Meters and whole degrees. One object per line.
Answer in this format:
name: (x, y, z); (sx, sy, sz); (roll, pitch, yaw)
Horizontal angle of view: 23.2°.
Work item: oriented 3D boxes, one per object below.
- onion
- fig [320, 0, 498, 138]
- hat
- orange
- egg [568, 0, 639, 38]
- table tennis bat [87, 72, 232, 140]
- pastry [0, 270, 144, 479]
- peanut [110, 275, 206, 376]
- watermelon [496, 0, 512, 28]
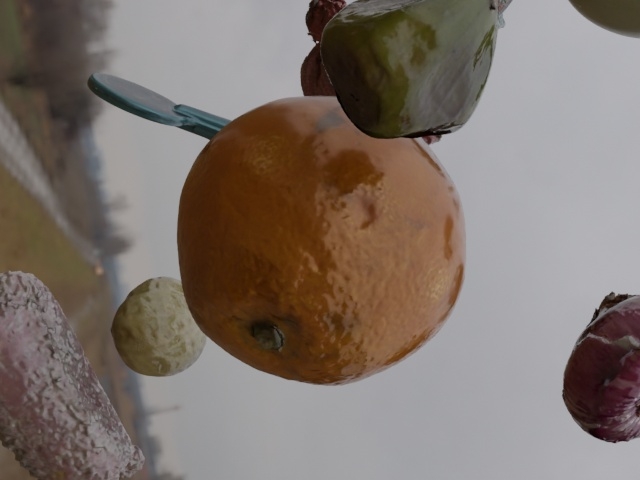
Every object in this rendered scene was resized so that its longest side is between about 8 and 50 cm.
onion: (0.394, 0.140, 1.958); (0.163, 0.230, 0.230); (54, -20, 29)
fig: (0.084, -0.167, 1.387); (0.154, 0.165, 0.144); (39, 10, -6)
hat: (0.057, -0.250, 2.412); (0.107, 0.237, 0.286); (-35, 104, -53)
orange: (0.000, 0.000, 1.612); (0.312, 0.312, 0.312); (169, -90, -82)
egg: (0.447, -0.378, 2.088); (0.219, 0.269, 0.219); (-40, 136, -54)
table tennis bat: (-0.190, -0.159, 1.903); (0.033, 0.201, 0.124); (-66, -161, 14)
pastry: (-0.243, 0.151, 1.399); (0.112, 0.103, 0.265); (-93, 158, -50)
peanut: (-0.224, 0.121, 2.223); (0.109, 0.159, 0.140); (18, -49, 33)
watermelon: (0.230, -0.302, 2.005); (0.085, 0.061, 0.085); (59, 18, -32)
